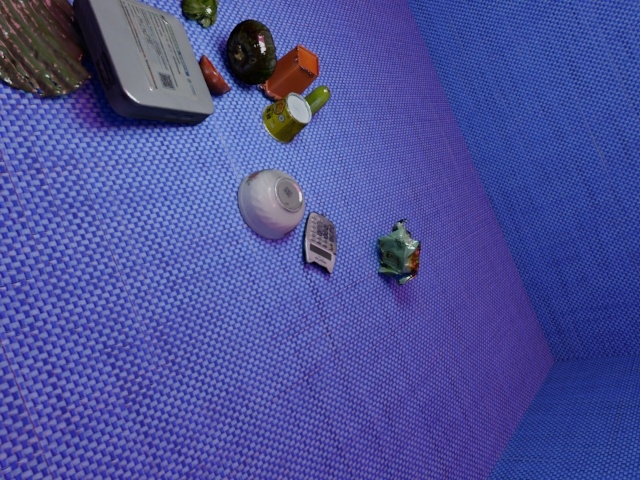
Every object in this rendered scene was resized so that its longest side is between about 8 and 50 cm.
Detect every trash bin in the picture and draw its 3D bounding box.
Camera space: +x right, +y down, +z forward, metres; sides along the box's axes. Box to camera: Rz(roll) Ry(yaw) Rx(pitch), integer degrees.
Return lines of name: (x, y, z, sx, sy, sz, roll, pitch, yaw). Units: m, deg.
trash bin: (-0.131, -0.697, 1.855, 0.184, 0.238, 0.161, 14, 64, -38)

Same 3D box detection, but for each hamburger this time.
hamburger: (0.345, 0.053, 2.052, 0.150, 0.261, 0.276, 0, 37, -20)

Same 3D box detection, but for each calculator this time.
calculator: (0.000, 0.000, 1.839, 0.177, 0.040, 0.268, 30, 54, -33)

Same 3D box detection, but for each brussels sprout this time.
brussels sprout: (-0.466, -0.921, 1.730, 0.138, 0.100, 0.181, 16, 72, -18)

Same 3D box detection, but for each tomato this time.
tomato: (-0.410, -0.611, 1.655, 0.156, 0.069, 0.155, 55, 6, -9)

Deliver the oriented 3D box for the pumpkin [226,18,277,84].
pumpkin: (-0.275, -0.735, 1.741, 0.159, 0.237, 0.238, -19, 87, -42)

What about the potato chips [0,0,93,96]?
potato chips: (-0.818, -0.609, 1.243, 0.389, 0.097, 0.374, 37, 48, -36)

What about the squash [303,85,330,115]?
squash: (-0.023, -0.617, 1.967, 0.095, 0.187, 0.095, 22, 57, -39)

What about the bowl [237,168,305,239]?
bowl: (-0.161, -0.152, 1.673, 0.277, 0.145, 0.277, 18, 63, -40)

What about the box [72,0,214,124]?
box: (-0.554, -0.584, 1.445, 0.396, 0.111, 0.396, -17, 86, -61)

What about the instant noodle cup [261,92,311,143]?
instant noodle cup: (-0.131, -0.519, 1.850, 0.182, 0.144, 0.182, 20, 60, -38)
